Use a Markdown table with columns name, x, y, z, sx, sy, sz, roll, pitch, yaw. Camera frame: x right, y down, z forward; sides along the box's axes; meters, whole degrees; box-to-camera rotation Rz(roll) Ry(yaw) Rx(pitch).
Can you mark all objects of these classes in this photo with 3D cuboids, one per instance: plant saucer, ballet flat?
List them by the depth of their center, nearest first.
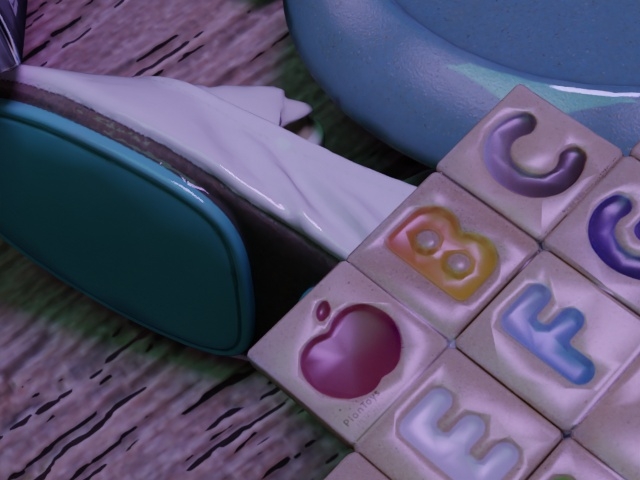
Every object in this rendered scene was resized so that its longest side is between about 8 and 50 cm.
| name | x | y | z | sx | sy | sz | roll | pitch | yaw |
| --- | --- | --- | --- | --- | --- | --- | --- | --- | --- |
| ballet flat | 0.000 | 0.000 | 0.658 | 0.400 | 0.139 | 0.139 | 25 | 68 | 21 |
| plant saucer | 0.139 | -0.144 | 0.695 | 0.318 | 0.043 | 0.317 | 0 | 49 | 1 |

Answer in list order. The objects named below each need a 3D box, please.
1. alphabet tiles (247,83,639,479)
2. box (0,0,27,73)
| name | x | y | z | sx | sy | sz | roll | pitch | yaw |
| --- | --- | --- | --- | --- | --- | --- | --- | --- | --- |
| alphabet tiles | 0.152 | 0.086 | 0.502 | 0.342 | 0.011 | 0.285 | 38 | 71 | 23 |
| box | -0.232 | -0.222 | 0.696 | 0.076 | 0.242 | 0.307 | -23 | 25 | 0 |
